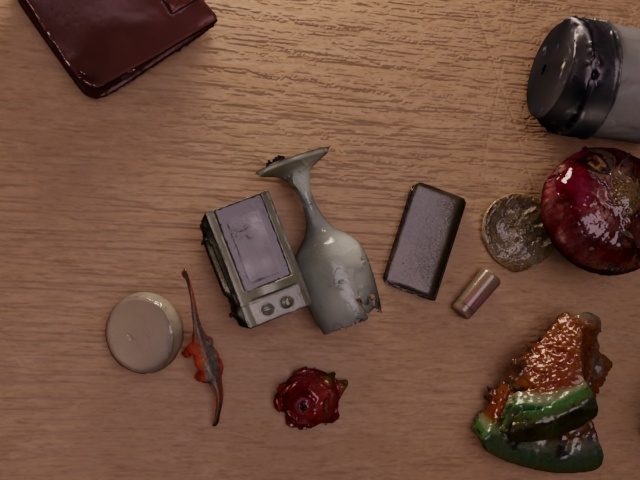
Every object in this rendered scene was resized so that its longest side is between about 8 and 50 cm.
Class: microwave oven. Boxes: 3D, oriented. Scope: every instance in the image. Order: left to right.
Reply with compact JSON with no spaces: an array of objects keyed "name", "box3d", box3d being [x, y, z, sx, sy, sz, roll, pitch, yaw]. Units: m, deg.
[{"name":"microwave oven","box3d":[-0.118,0.037,1.552,0.129,0.163,0.205,-21,89,-14]}]

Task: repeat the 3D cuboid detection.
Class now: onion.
[{"name":"onion","box3d":[0.519,-0.051,1.678,0.246,0.190,0.246,2,80,-13]}]

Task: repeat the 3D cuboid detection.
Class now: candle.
[{"name":"candle","box3d":[0.572,-0.284,1.700,0.343,0.221,0.221,8,83,-13]}]

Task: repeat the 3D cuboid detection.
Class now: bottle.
[{"name":"bottle","box3d":[0.286,0.099,1.692,0.045,0.045,0.096,42,81,-5]}]

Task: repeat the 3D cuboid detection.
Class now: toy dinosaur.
[{"name":"toy dinosaur","box3d":[-0.202,0.180,1.555,0.055,0.101,0.279,-23,101,-23]}]

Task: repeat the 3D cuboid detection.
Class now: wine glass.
[{"name":"wine glass","box3d":[0.000,0.000,1.593,0.143,0.143,0.321,-19,91,-13]}]

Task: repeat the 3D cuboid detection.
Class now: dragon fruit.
[{"name":"dragon fruit","box3d":[-0.016,0.277,1.601,0.126,0.068,0.112,14,83,-9]}]

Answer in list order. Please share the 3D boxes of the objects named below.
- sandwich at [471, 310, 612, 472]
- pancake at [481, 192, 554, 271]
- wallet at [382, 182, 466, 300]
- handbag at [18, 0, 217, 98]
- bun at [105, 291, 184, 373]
[{"name":"sandwich","box3d":[0.437,0.270,1.649,0.250,0.162,0.301,19,84,-14]},{"name":"pancake","box3d":[0.372,-0.015,1.730,0.152,0.025,0.151,1,84,-13]},{"name":"wallet","box3d":[0.190,0.001,1.687,0.110,0.031,0.198,20,82,-9]},{"name":"handbag","box3d":[-0.355,-0.413,1.589,0.275,0.084,0.260,-34,90,-13]},{"name":"bun","box3d":[-0.285,0.150,1.546,0.138,0.094,0.138,4,100,20]}]
